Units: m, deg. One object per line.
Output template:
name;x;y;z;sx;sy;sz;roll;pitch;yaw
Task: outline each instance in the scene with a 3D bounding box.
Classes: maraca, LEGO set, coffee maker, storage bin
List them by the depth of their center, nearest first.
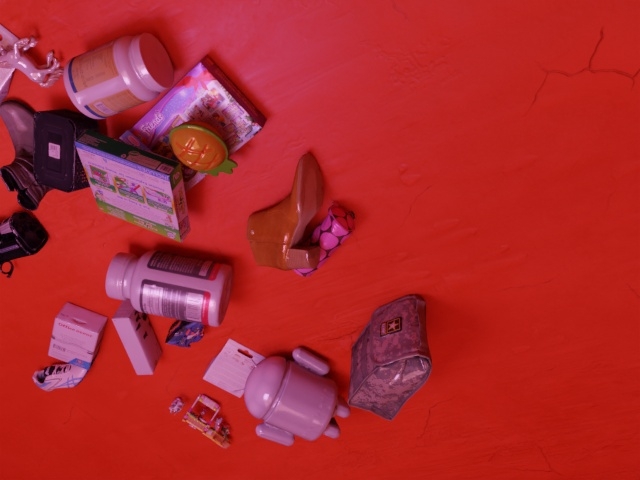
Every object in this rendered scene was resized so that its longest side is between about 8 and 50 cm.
maraca;-0.267;-0.204;1.265;0.127;0.099;0.186;-4;150;22
storage bin;-0.619;-0.219;1.344;0.121;0.084;0.180;17;112;15
coffee maker;-0.874;0.009;1.571;0.178;0.120;0.171;-13;144;18
LEGO set;-0.386;0.630;1.940;0.287;0.107;0.132;44;154;-25

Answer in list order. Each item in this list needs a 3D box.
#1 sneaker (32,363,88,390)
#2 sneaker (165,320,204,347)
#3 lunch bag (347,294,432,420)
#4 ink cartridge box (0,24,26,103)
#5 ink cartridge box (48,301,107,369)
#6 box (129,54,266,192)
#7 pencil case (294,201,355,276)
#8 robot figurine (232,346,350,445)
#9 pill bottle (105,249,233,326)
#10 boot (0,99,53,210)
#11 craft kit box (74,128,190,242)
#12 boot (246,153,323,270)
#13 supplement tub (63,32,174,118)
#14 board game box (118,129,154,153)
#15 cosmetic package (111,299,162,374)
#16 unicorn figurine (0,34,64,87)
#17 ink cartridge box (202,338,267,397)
sneaker;-0.881;0.455;1.877;0.237;0.085;0.086;-20;134;21
sneaker;-0.383;0.260;1.687;0.087;0.083;0.221;31;129;-29
lunch bag;0.200;0.310;1.526;0.168;0.235;0.287;24;124;-10
ink cartridge box;-0.820;-0.427;1.304;0.189;0.066;0.232;39;100;-17
ink cartridge box;-0.776;0.308;1.766;0.139;0.082;0.191;23;123;-8
box;-0.301;-0.267;1.317;0.293;0.057;0.201;-33;115;27
pencil case;0.000;0.000;1.437;0.095;0.098;0.209;0;141;-50
robot figurine;-0.085;0.485;1.711;0.353;0.200;0.300;26;85;-10
pill bottle;-0.415;0.125;1.529;0.318;0.176;0.176;11;125;1
boot;-0.732;-0.208;1.358;0.083;0.161;0.247;-11;122;16
craft kit box;-0.445;-0.126;1.337;0.249;0.061;0.247;21;141;9
boot;-0.102;-0.069;1.396;0.211;0.104;0.295;5;99;37
supplement tub;-0.442;-0.363;1.219;0.199;0.144;0.144;-14;121;17
board game box;-0.467;-0.166;1.379;0.160;0.039;0.211;44;142;-20
cosmetic package;-0.565;0.300;1.719;0.060;0.099;0.239;-2;124;11
unicorn figurine;-0.676;-0.413;1.260;0.111;0.060;0.162;-40;112;12
ink cartridge box;-0.278;0.408;1.797;0.145;0.045;0.179;31;105;-12
